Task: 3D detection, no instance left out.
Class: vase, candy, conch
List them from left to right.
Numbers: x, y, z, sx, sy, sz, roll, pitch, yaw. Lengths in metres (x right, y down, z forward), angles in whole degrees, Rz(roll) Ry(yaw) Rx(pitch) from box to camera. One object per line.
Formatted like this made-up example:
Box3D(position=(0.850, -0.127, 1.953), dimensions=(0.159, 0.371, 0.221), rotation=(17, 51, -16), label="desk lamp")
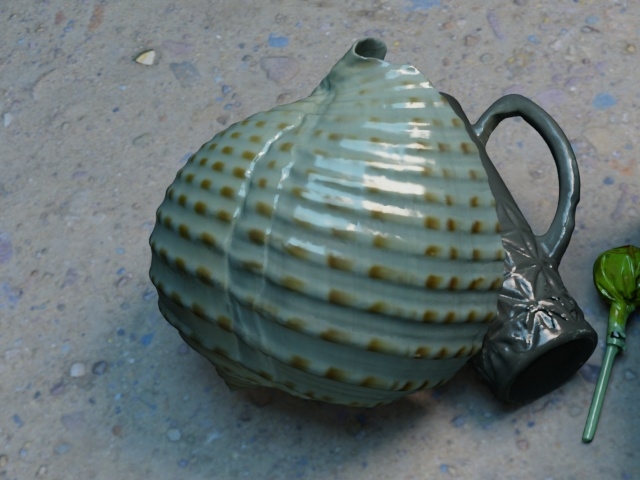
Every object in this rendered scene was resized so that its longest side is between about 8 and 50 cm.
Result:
Box3D(position=(-0.012, 0.009, 0.925), dimensions=(0.303, 0.319, 0.215), rotation=(33, 41, 29), label="conch")
Box3D(position=(0.139, -0.004, 1.016), dimensions=(0.251, 0.156, 0.300), rotation=(-37, 58, 10), label="vase")
Box3D(position=(0.261, 0.091, 0.986), dimensions=(0.062, 0.058, 0.193), rotation=(24, 66, -10), label="candy")
